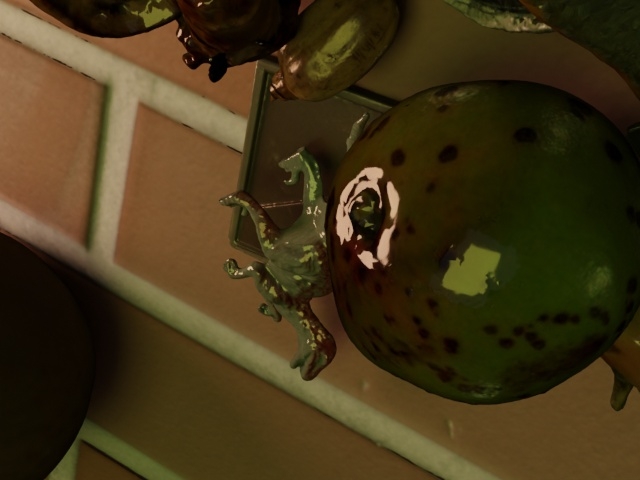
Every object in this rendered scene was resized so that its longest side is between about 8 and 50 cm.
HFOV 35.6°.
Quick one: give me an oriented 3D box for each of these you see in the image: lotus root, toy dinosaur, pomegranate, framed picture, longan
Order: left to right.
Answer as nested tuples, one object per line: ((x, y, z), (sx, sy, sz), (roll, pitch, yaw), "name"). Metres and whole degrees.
((-0.385, 0.138, 1.006), (0.319, 0.319, 0.318), (13, 119, 25), "longan")
((0.000, 0.000, 0.823), (0.167, 0.053, 0.242), (47, 126, 3), "toy dinosaur")
((0.011, -0.149, 0.762), (0.152, 0.063, 0.072), (-36, 65, 32), "lotus root")
((0.045, -0.028, 0.828), (0.260, 0.023, 0.189), (22, 122, 20), "framed picture")
((0.129, 0.024, 0.689), (0.231, 0.230, 0.286), (-17, 134, 35), "pomegranate")

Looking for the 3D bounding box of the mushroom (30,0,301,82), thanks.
((-0.109, -0.255, 0.699), (0.263, 0.195, 0.283), (-18, 111, -2), "mushroom")

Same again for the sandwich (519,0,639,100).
((0.246, -0.160, 0.494), (0.271, 0.301, 0.099), (-25, 56, 36), "sandwich")

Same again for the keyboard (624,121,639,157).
((0.266, -0.016, 0.627), (0.074, 0.015, 0.196), (-12, 137, 40), "keyboard")

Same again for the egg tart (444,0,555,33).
((0.111, -0.239, 0.622), (0.234, 0.094, 0.234), (25, 132, 32), "egg tart")
